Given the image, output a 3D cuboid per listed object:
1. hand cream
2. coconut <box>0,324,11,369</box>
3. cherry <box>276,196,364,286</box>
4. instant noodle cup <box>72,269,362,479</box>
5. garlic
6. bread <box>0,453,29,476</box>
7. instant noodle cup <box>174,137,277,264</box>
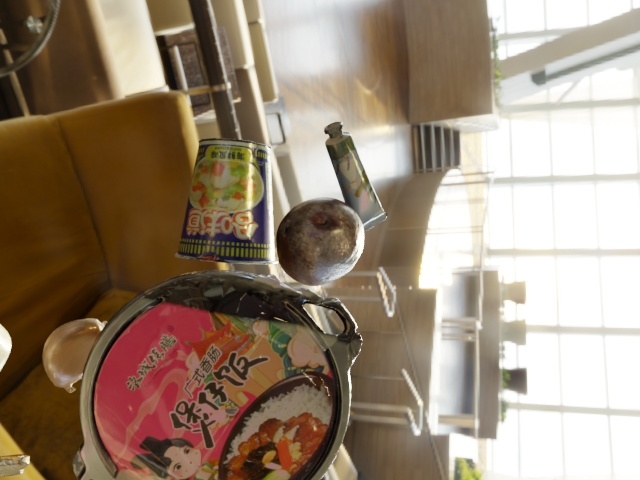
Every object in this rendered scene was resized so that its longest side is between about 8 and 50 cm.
[{"bbox_3d":[0.069,-0.130,1.192,0.088,0.055,0.256,-32,123,-15],"label":"hand cream"},{"bbox_3d":[-1.126,0.325,1.776,0.266,0.237,0.237,75,23,-55],"label":"coconut"},{"bbox_3d":[0.002,-0.004,1.151,0.195,0.195,0.195,-2,90,-68],"label":"cherry"},{"bbox_3d":[-0.107,0.143,0.618,0.181,0.302,0.258,-126,-168,-79],"label":"instant noodle cup"},{"bbox_3d":[-0.699,0.317,1.642,0.228,0.110,0.217,-50,144,-4],"label":"garlic"},{"bbox_3d":[-0.697,0.482,1.213,0.129,0.126,0.044,15,53,-40],"label":"bread"},{"bbox_3d":[-0.237,-0.100,1.495,0.284,0.284,0.312,5,89,-67],"label":"instant noodle cup"}]
